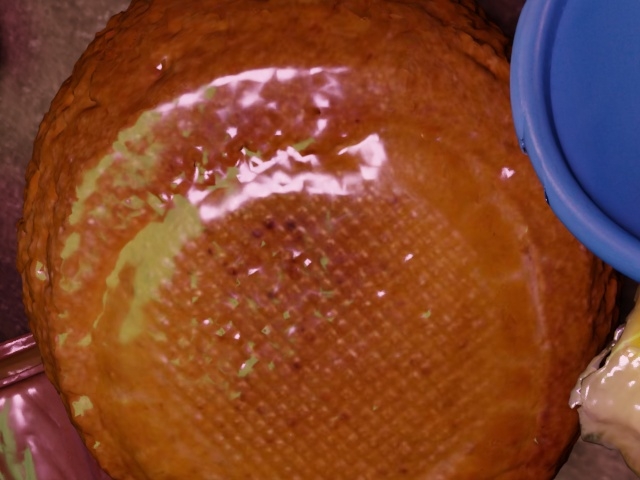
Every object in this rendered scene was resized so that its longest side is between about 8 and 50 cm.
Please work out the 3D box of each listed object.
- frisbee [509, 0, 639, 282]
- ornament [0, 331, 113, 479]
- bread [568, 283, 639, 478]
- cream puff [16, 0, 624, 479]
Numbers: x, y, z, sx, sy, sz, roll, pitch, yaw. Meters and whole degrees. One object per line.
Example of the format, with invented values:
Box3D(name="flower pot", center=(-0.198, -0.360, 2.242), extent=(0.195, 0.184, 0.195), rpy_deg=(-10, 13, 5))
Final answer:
Box3D(name="frisbee", center=(0.191, -0.077, 0.567), extent=(0.242, 0.242, 0.045), rpy_deg=(16, 163, 34))
Box3D(name="ornament", center=(-0.164, 0.176, 0.989), extent=(0.221, 0.235, 0.217), rpy_deg=(-16, 99, 19))
Box3D(name="bread", center=(0.234, 0.026, 0.609), extent=(0.174, 0.133, 0.251), rpy_deg=(28, 86, 28))
Box3D(name="cream puff", center=(0.000, 0.000, 0.730), extent=(0.303, 0.212, 0.303), rpy_deg=(2, 113, 4))
